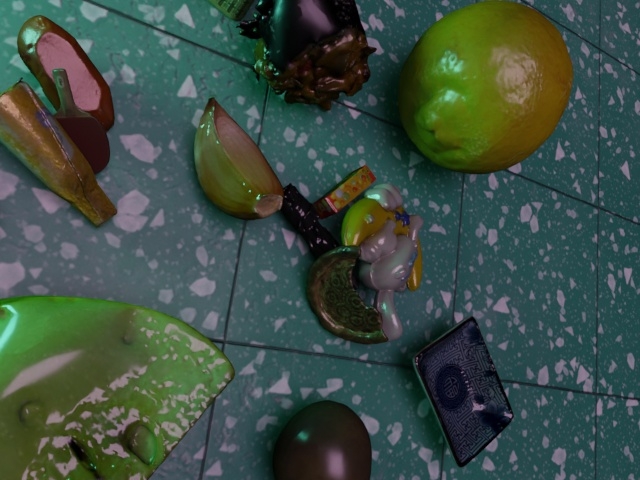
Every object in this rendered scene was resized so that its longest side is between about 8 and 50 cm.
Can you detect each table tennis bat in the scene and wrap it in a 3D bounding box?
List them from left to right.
[{"bbox_3d":[-0.357,-0.167,0.726,0.087,0.013,0.157,-2,121,0],"label":"table tennis bat"}]

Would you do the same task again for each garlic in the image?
[{"bbox_3d":[-0.148,-0.120,0.834,0.115,0.128,0.207,-31,92,13],"label":"garlic"}]

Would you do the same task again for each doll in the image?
[{"bbox_3d":[0.128,0.023,0.946,0.237,0.111,0.252,62,39,-26],"label":"doll"}]

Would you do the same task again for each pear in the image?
[{"bbox_3d":[-0.327,0.210,0.616,0.318,0.238,0.342,42,54,-1],"label":"pear"}]

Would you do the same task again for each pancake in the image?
[{"bbox_3d":[0.056,0.104,0.878,0.190,0.184,0.020,39,32,2],"label":"pancake"}]

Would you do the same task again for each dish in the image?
[{"bbox_3d":[0.270,0.297,1.012,0.181,0.080,0.243,-26,97,-29],"label":"dish"}]

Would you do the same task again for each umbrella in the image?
[{"bbox_3d":[0.000,0.000,0.924,0.236,0.059,0.066,52,20,-16],"label":"umbrella"}]

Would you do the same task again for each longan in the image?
[{"bbox_3d":[0.005,0.356,0.811,0.189,0.189,0.189,5,80,-28],"label":"longan"}]

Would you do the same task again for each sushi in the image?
[{"bbox_3d":[-0.018,-0.340,0.889,0.213,0.200,0.204,-35,100,-52],"label":"sushi"}]

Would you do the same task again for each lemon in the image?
[{"bbox_3d":[0.323,-0.301,0.995,0.347,0.348,0.348,5,80,-28],"label":"lemon"}]

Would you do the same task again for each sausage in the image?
[{"bbox_3d":[-0.373,-0.240,0.741,0.089,0.089,0.179,-44,113,-27],"label":"sausage"}]

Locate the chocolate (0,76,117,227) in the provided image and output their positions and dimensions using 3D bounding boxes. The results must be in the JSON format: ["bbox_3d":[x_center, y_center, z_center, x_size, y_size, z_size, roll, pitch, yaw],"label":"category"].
[{"bbox_3d":[-0.374,-0.113,0.711,0.086,0.085,0.219,-49,124,-26],"label":"chocolate"}]

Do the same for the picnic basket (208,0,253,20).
[{"bbox_3d":[-0.137,-0.597,0.872,0.228,0.175,0.313,33,68,-20],"label":"picnic basket"}]

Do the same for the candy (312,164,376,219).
[{"bbox_3d":[0.045,-0.093,0.959,0.122,0.062,0.038,-41,100,-27],"label":"candy"}]
